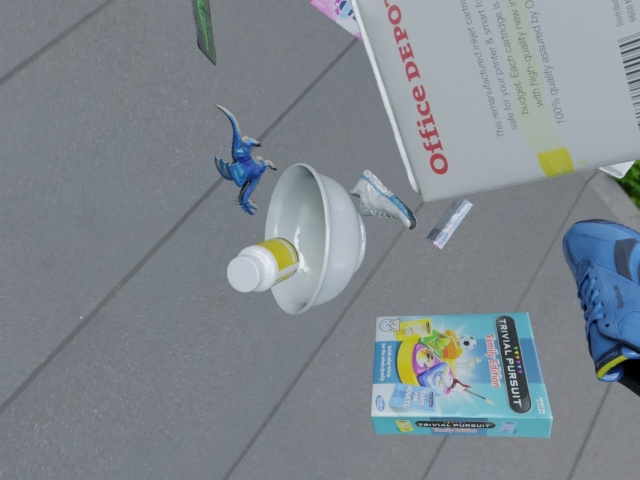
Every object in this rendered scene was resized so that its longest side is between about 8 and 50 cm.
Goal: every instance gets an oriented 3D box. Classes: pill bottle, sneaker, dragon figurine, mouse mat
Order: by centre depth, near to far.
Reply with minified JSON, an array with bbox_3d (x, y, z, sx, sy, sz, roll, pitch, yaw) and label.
[{"bbox_3d":[0.232,0.055,0.386,0.082,0.209,0.069,-15,128,1],"label":"sneaker"},{"bbox_3d":[-0.079,0.035,0.699,0.116,0.065,0.065,-24,94,-67],"label":"pill bottle"},{"bbox_3d":[-0.220,-0.434,0.929,0.007,0.152,0.190,-7,97,1],"label":"mouse mat"},{"bbox_3d":[0.136,-0.073,1.111,0.083,0.191,0.071,-46,142,6],"label":"sneaker"},{"bbox_3d":[-0.210,-0.191,1.279,0.144,0.085,0.289,-44,135,-12],"label":"dragon figurine"}]

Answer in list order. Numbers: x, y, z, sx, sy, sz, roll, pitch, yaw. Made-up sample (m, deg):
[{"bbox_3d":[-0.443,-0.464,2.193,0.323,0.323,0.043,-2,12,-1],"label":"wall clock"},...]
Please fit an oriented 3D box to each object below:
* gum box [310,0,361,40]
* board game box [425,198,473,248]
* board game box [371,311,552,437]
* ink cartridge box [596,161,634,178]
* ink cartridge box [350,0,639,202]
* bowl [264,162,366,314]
[{"bbox_3d":[0.076,-0.670,1.437,0.188,0.062,0.107,30,112,-16],"label":"gum box"},{"bbox_3d":[0.221,-0.030,0.870,0.020,0.090,0.090,35,96,1],"label":"board game box"},{"bbox_3d":[0.283,0.276,1.062,0.254,0.335,0.079,-80,161,-47],"label":"board game box"},{"bbox_3d":[0.483,-0.282,0.870,0.166,0.395,0.286,32,109,7],"label":"ink cartridge box"},{"bbox_3d":[0.253,-0.220,0.512,0.160,0.384,0.279,-29,104,-43],"label":"ink cartridge box"},{"bbox_3d":[0.000,0.000,1.014,0.134,0.298,0.298,3,81,-26],"label":"bowl"}]
